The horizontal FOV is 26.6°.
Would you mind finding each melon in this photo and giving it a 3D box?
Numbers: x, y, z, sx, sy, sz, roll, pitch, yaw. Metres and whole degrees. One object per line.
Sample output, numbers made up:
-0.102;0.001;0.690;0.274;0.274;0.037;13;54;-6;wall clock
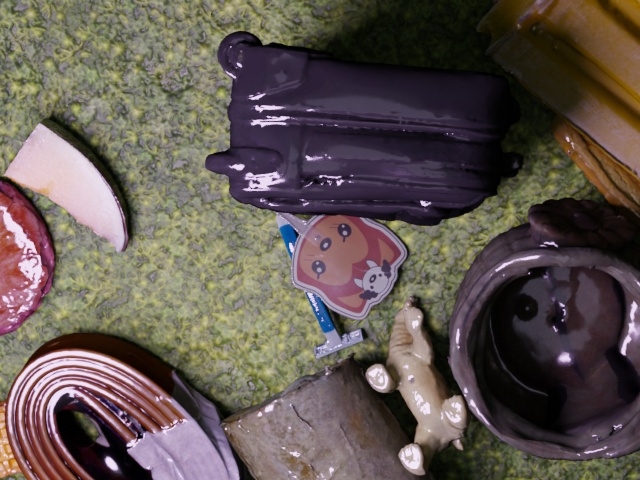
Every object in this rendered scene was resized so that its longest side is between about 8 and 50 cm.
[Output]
-0.303;-0.069;1.709;0.182;0.054;0.098;34;107;-1;melon

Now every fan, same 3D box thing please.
0.000;0.000;1.691;0.220;0.009;0.132;36;80;-5;fan

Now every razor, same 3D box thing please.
-0.012;0.053;1.709;0.068;0.037;0.191;-22;97;10;razor

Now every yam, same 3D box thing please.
0.032;0.297;1.672;0.195;0.195;0.300;-32;95;9;yam

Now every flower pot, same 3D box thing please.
0.299;0.103;1.598;0.302;0.213;0.301;1;101;7;flower pot

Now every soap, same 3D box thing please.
0.354;-0.207;1.535;0.315;0.091;0.199;32;116;-25;soap

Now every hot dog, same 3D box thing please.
0.359;-0.076;1.648;0.216;0.047;0.066;44;64;-4;hot dog

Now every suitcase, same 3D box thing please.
0.056;-0.115;1.518;0.339;0.345;0.188;4;89;2;suitcase

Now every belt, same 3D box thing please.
-0.239;0.262;1.704;0.339;0.122;0.217;42;93;-7;belt

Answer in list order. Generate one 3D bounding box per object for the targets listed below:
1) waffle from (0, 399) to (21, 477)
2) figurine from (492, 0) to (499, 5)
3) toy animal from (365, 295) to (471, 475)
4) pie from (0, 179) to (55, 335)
-0.414;0.259;1.778;0.148;0.042;0.102;-14;98;7;waffle
0.314;-0.352;1.562;0.276;0.133;0.200;-30;99;10;figurine
0.123;0.170;1.652;0.103;0.101;0.218;-31;71;18;toy animal
-0.446;0.022;1.735;0.204;0.054;0.218;-23;97;9;pie
